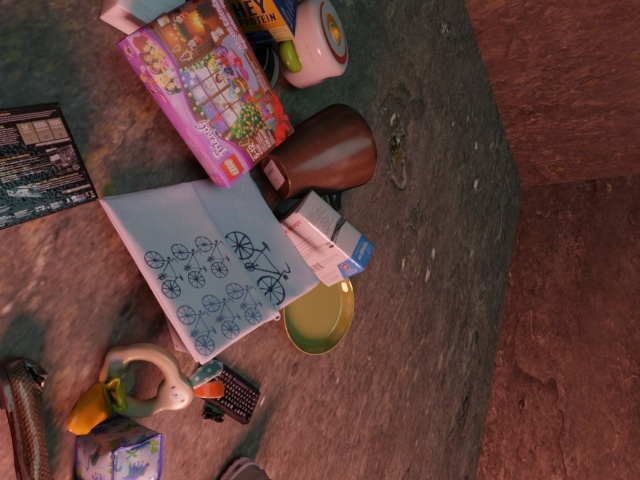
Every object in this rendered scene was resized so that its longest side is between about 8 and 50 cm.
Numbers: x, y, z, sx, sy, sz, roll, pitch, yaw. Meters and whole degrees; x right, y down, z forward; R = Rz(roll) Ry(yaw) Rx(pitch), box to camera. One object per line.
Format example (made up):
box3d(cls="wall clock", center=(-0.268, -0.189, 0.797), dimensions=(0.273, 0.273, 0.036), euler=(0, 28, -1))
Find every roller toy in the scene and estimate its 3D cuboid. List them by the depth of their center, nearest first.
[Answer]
box3d(cls="roller toy", center=(-0.020, -0.486, 1.001), dimensions=(0.191, 0.146, 0.209), euler=(20, 64, -60))

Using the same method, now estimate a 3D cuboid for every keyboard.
box3d(cls="keyboard", center=(-0.197, 0.323, 0.847), dimensions=(0.180, 0.023, 0.108), euler=(51, 51, -35))

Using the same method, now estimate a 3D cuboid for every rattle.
box3d(cls="rattle", center=(-0.250, 0.238, 0.638), dimensions=(0.199, 0.143, 0.130), euler=(19, 78, -11))

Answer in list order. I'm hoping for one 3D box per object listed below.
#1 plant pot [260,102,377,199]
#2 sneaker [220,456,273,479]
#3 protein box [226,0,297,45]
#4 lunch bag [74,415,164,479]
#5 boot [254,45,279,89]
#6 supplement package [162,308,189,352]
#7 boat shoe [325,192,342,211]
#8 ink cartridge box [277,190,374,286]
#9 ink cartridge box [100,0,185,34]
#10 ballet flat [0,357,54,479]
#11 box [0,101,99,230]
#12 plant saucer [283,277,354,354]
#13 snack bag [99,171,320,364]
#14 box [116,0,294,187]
box3d(cls="plant pot", center=(-0.021, -0.191, 0.984), dimensions=(0.230, 0.215, 0.215), euler=(-30, 111, -32))
box3d(cls="sneaker", center=(-0.187, 0.554, 0.767), dimensions=(0.281, 0.115, 0.105), euler=(-56, 128, -34))
box3d(cls="protein box", center=(-0.143, -0.551, 0.839), dimensions=(0.200, 0.135, 0.201), euler=(25, 67, -70))
box3d(cls="lunch bag", center=(-0.309, 0.362, 0.620), dimensions=(0.096, 0.128, 0.151), euler=(2, 88, -50))
box3d(cls="boot", center=(-0.185, -0.356, 0.863), dimensions=(0.178, 0.085, 0.237), euler=(31, 62, -43))
box3d(cls="supplement package", center=(-0.194, 0.131, 0.798), dimensions=(0.179, 0.105, 0.105), euler=(-26, 108, -49))
box3d(cls="boat shoe", center=(0.042, -0.157, 1.156), dimensions=(0.056, 0.049, 0.152), euler=(-19, 103, -50))
box3d(cls="ink cartridge box", center=(0.000, 0.000, 0.964), dimensions=(0.203, 0.148, 0.086), euler=(42, 53, -14))
box3d(cls="ink cartridge box", center=(-0.305, -0.462, 0.733), dimensions=(0.115, 0.067, 0.198), euler=(17, 76, -50))
box3d(cls="ballet flat", center=(-0.390, 0.283, 0.570), dimensions=(0.058, 0.084, 0.250), euler=(-14, 93, -49))
box3d(cls="box", center=(-0.424, -0.092, 0.548), dimensions=(0.180, 0.077, 0.147), euler=(-34, 114, -47))
box3d(cls="plant saucer", center=(-0.008, 0.169, 1.058), dimensions=(0.241, 0.037, 0.241), euler=(-1, 92, -42))
box3d(cls="snack bag", center=(-0.172, 0.015, 0.772), dimensions=(0.342, 0.037, 0.323), euler=(-24, 77, -49))
box3d(cls="box", center=(-0.192, -0.275, 0.765), dimensions=(0.201, 0.057, 0.293), euler=(-48, 126, -25))
